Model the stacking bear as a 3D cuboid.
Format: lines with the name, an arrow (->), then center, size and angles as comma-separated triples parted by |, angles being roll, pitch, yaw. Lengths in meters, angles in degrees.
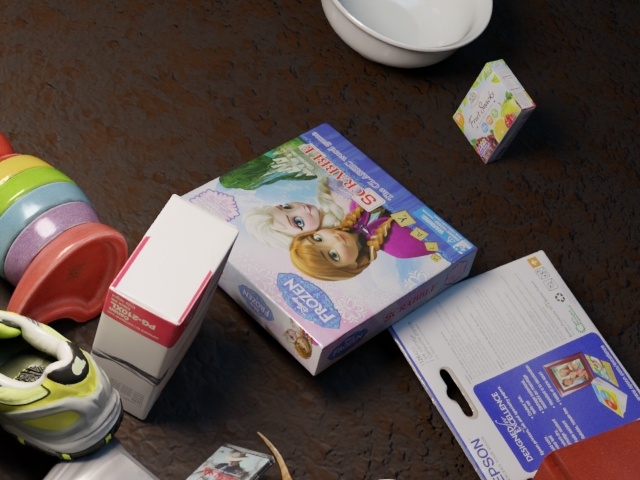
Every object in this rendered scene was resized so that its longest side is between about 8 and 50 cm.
stacking bear -> -0.397, -0.039, 1.828 | 0.289, 0.164, 0.175 | 43, 29, 23

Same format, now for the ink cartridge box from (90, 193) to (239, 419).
ink cartridge box -> -0.203, 0.087, 1.765 | 0.100, 0.237, 0.172 | 28, 51, 2

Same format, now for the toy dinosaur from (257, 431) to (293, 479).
toy dinosaur -> -0.033, 0.327, 1.765 | 0.064, 0.112, 0.211 | -11, 17, -5

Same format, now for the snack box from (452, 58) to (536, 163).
snack box -> 0.273, -0.203, 2.227 | 0.037, 0.141, 0.100 | -17, 64, -31

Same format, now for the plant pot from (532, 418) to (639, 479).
plant pot -> 0.394, 0.386, 1.799 | 0.267, 0.267, 0.235 | -13, 50, -29

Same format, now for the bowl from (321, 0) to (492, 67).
bowl -> 0.119, -0.382, 2.297 | 0.298, 0.134, 0.298 | 11, 54, -15

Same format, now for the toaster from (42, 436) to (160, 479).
toaster -> -0.243, 0.340, 1.639 | 0.227, 0.129, 0.146 | 39, 55, 9

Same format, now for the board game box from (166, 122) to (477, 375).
board game box -> 0.000, 0.000, 1.983 | 0.319, 0.066, 0.318 | 41, 50, 24

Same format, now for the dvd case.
dvd case -> -0.125, 0.300, 1.754 | 0.087, 0.013, 0.119 | 8, 35, 41

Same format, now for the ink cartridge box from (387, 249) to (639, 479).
ink cartridge box -> 0.272, 0.188, 1.997 | 0.307, 0.072, 0.303 | -20, 66, -26

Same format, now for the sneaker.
sneaker -> -0.408, 0.125, 1.655 | 0.385, 0.147, 0.145 | 13, 48, 18
